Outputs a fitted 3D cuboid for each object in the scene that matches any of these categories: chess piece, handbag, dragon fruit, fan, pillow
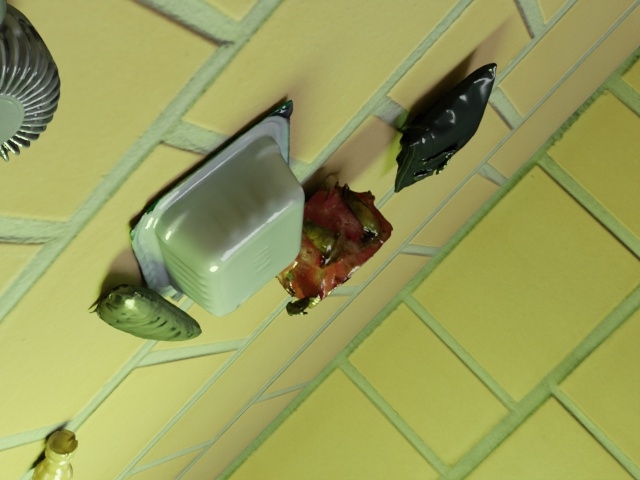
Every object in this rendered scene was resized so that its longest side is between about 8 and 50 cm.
[{"bbox_3d":[-0.425,0.356,1.626,0.066,0.066,0.122,-30,154,-45],"label":"chess piece"},{"bbox_3d":[0.213,-0.190,1.775,0.211,0.088,0.254,-43,170,-14],"label":"handbag"},{"bbox_3d":[0.000,0.000,1.619,0.282,0.147,0.211,-41,-178,-44],"label":"dragon fruit"},{"bbox_3d":[-0.240,-0.142,0.673,0.130,0.074,0.244,-23,152,-29],"label":"fan"},{"bbox_3d":[-0.242,0.103,1.364,0.093,0.051,0.241,-13,161,12],"label":"pillow"}]

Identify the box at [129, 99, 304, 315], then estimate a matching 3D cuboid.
[{"bbox_3d":[-0.109,-0.007,1.355,0.264,0.106,0.337,-41,167,-16],"label":"box"}]
